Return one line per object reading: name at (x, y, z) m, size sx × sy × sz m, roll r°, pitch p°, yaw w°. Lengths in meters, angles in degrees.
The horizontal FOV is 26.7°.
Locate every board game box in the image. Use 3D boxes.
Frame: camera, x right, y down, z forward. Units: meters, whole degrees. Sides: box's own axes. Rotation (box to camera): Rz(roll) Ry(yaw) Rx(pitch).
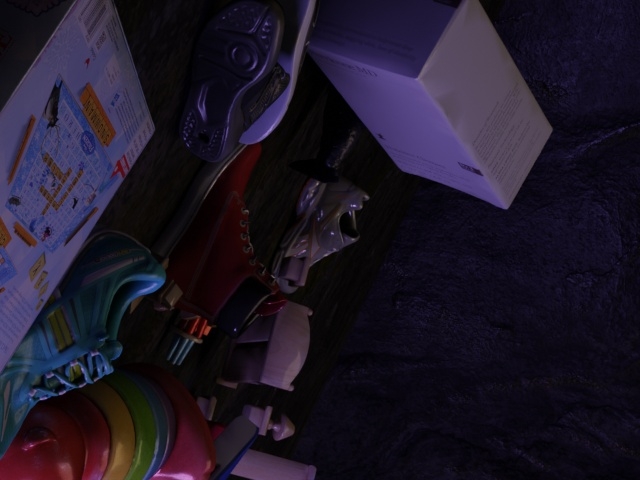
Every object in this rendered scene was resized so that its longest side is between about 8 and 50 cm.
board game box at (-0.253, -0.031, 1.049) m, size 0.318 × 0.066 × 0.318 m, roll -60°, pitch 171°, yaw -16°

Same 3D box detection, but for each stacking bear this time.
stacking bear at (-0.264, 0.223, 1.479) m, size 0.289 × 0.175 × 0.164 m, roll 1°, pitch 73°, yaw -69°

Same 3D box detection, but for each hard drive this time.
hard drive at (-0.205, 0.380, 1.757) m, size 0.210 × 0.040 × 0.318 m, roll -44°, pitch 172°, yaw -48°

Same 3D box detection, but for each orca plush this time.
orca plush at (0.027, -0.236, 2.062) m, size 0.287 × 0.102 × 0.151 m, roll -57°, pitch -145°, yaw -5°

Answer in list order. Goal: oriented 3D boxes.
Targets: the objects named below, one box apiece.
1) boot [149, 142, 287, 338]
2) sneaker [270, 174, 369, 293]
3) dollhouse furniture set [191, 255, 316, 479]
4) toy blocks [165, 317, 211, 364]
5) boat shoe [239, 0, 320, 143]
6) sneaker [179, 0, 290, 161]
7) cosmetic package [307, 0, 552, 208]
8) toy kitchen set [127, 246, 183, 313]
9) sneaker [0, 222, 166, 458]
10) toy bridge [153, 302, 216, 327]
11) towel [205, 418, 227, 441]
boot at (-0.094, -0.004, 1.679) m, size 0.244 × 0.176 × 0.088 m, roll -61°, pitch 169°, yaw -17°
sneaker at (0.000, 0.000, 2.392) m, size 0.099 × 0.121 × 0.262 m, roll -46°, pitch 162°, yaw -58°
dollhouse furniture set at (-0.078, 0.224, 2.255) m, size 0.303 × 0.174 × 0.355 m, roll -9°, pitch -117°, yaw 63°
toy blocks at (-0.174, 0.112, 1.962) m, size 0.148 × 0.054 × 0.123 m, roll -62°, pitch 171°, yaw 0°
boat shoe at (-0.052, -0.225, 1.603) m, size 0.076 × 0.080 × 0.228 m, roll -40°, pitch 149°, yaw -64°
sneaker at (-0.080, -0.200, 1.472) m, size 0.130 × 0.087 × 0.227 m, roll -56°, pitch 173°, yaw -42°
cosmetic package at (0.157, -0.217, 1.903) m, size 0.156 × 0.217 × 0.385 m, roll -60°, pitch 143°, yaw -9°
toy kitchen set at (-0.196, 0.039, 1.573) m, size 0.083 × 0.068 × 0.075 m, roll -56°, pitch 169°, yaw -37°
sneaker at (-0.253, 0.104, 1.314) m, size 0.275 × 0.110 × 0.107 m, roll -57°, pitch 170°, yaw -24°
toy bridge at (-0.176, 0.075, 1.819) m, size 0.188 × 0.026 × 0.063 m, roll 29°, pitch 52°, yaw -68°
towel at (-0.253, 0.400, 2.156) m, size 0.275 × 0.031 × 0.199 m, roll -59°, pitch -159°, yaw -14°
